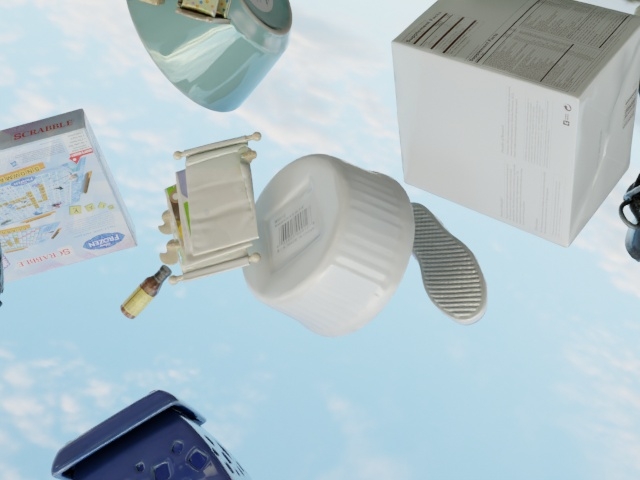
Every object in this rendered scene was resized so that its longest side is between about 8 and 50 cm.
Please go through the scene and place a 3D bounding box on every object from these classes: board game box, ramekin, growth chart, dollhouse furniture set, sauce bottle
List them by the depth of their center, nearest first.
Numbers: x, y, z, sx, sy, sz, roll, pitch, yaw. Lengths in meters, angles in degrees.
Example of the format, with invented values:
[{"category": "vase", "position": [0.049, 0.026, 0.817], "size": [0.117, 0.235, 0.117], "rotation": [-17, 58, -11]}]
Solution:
[{"category": "dollhouse furniture set", "position": [-0.199, -0.428, 1.337], "size": [0.160, 0.182, 0.101], "rotation": [18, -165, 8]}, {"category": "ramekin", "position": [0.000, 0.000, 1.414], "size": [0.135, 0.277, 0.277], "rotation": [24, -162, -37]}, {"category": "growth chart", "position": [-0.171, -0.052, 1.423], "size": [0.171, 0.237, 0.021], "rotation": [-7, 161, 12]}, {"category": "board game box", "position": [-0.545, -0.071, 1.718], "size": [0.318, 0.318, 0.066], "rotation": [-15, -133, -3]}, {"category": "sauce bottle", "position": [-0.345, 0.101, 1.817], "size": [0.042, 0.128, 0.042], "rotation": [43, -166, -13]}]

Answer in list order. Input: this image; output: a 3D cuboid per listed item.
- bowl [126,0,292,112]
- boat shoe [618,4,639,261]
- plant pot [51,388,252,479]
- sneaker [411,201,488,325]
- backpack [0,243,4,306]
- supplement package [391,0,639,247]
[{"category": "bowl", "position": [-0.164, -0.390, 1.544], "size": [0.311, 0.163, 0.312], "rotation": [37, -139, -40]}, {"category": "boat shoe", "position": [0.434, -0.041, 1.086], "size": [0.156, 0.500, 0.187], "rotation": [-9, -154, 35]}, {"category": "plant pot", "position": [-0.239, 0.358, 1.331], "size": [0.212, 0.236, 0.236], "rotation": [56, 174, 20]}, {"category": "sneaker", "position": [0.235, 0.062, 1.605], "size": [0.161, 0.102, 0.282], "rotation": [50, -168, -44]}, {"category": "backpack", "position": [-0.386, -0.018, 0.901], "size": [0.115, 0.182, 0.152], "rotation": [-18, -120, -19]}, {"category": "supplement package", "position": [0.203, -0.138, 0.944], "size": [0.203, 0.194, 0.149], "rotation": [25, -125, 30]}]
